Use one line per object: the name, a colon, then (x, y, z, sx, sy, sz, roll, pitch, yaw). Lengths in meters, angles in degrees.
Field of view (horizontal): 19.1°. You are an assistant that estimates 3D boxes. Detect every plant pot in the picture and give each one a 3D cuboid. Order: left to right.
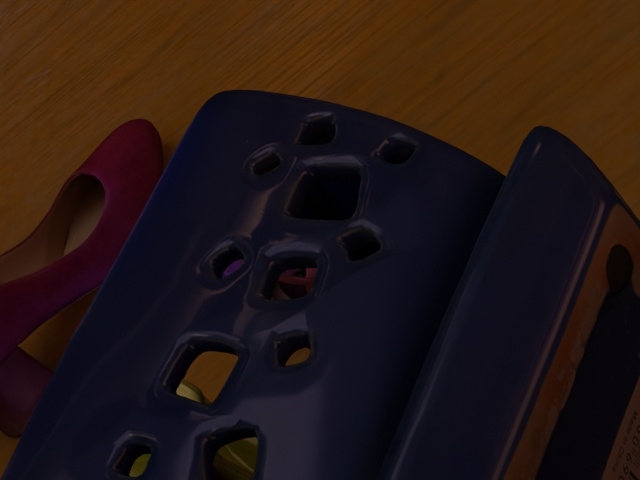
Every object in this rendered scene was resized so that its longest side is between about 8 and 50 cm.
plant pot: (0.044, 0.090, 0.787, 0.212, 0.236, 0.236, 2, 56, 41)

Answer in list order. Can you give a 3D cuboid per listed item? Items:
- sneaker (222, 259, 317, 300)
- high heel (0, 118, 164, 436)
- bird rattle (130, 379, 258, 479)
sneaker: (0.000, 0.000, 1.055, 0.236, 0.095, 0.104, 12, 71, 58)
high heel: (-0.190, -0.002, 1.235, 0.082, 0.117, 0.244, 2, 57, 49)
bird rattle: (-0.128, 0.177, 0.977, 0.253, 0.143, 0.207, -40, 44, 15)
